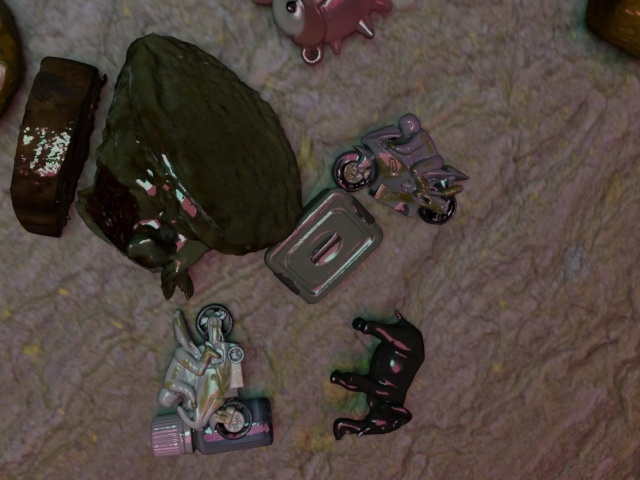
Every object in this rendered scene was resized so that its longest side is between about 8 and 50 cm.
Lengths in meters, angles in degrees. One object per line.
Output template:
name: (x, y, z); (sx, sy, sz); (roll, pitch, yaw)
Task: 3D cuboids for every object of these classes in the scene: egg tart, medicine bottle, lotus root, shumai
egg tart: (0.513, -0.362, 0.819); (0.170, 0.215, 0.215); (15, 104, -4)
medicine bottle: (-0.185, 0.325, 0.954); (0.203, 0.083, 0.083); (-5, 108, -11)
lotus root: (-0.360, -0.114, 0.745); (0.074, 0.170, 0.261); (15, 99, -19)
shumai: (-0.221, -0.085, 0.778); (0.288, 0.292, 0.330); (-21, 106, 35)

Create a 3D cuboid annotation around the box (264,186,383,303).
box: (0.000, 0.000, 0.884); (0.172, 0.093, 0.124); (-43, 110, 3)

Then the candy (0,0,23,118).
candy: (-0.514, -0.242, 0.693); (0.259, 0.118, 0.260); (-4, 110, -12)

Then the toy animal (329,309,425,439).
toy animal: (0.102, 0.246, 0.970); (0.146, 0.114, 0.245); (23, 102, -16)

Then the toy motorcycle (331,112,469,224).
toy motorcycle: (0.137, -0.121, 0.885); (0.225, 0.073, 0.152); (20, 100, -16)

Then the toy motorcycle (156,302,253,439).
toy motorcycle: (-0.195, 0.221, 0.905); (0.151, 0.074, 0.229); (-12, 87, -10)

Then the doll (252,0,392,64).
doll: (0.007, -0.379, 0.765); (0.211, 0.093, 0.262); (16, 105, -7)
